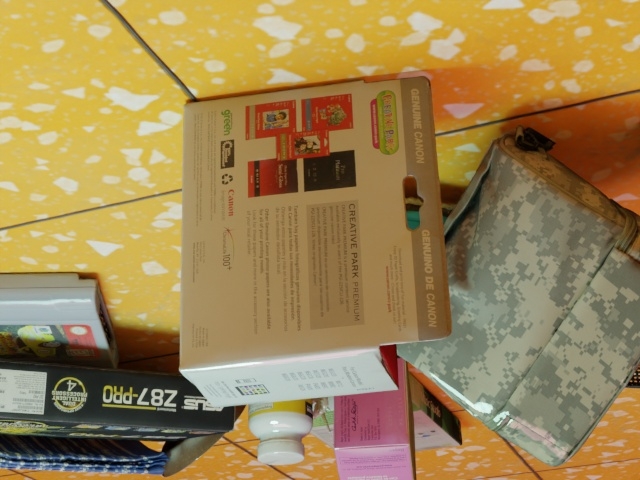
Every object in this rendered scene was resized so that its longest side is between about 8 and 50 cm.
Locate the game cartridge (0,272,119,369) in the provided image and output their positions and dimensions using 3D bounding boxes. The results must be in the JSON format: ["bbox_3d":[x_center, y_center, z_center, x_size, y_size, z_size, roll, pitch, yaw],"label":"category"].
[{"bbox_3d":[-0.412,0.129,1.839,0.196,0.060,0.294,3,154,0],"label":"game cartridge"}]

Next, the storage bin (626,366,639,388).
[{"bbox_3d":[0.548,0.177,1.963,0.180,0.084,0.122,4,153,-13],"label":"storage bin"}]

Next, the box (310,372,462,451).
[{"bbox_3d":[0.105,0.328,2.280,0.232,0.058,0.322,-11,154,19],"label":"box"}]

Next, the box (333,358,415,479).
[{"bbox_3d":[0.089,0.308,1.989,0.117,0.213,0.243,-5,137,6],"label":"box"}]

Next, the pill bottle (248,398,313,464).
[{"bbox_3d":[-0.063,0.258,1.974,0.103,0.184,0.103,-1,155,-1],"label":"pill bottle"}]

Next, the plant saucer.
[{"bbox_3d":[-0.212,0.330,2.164,0.036,0.198,0.198,50,136,-9],"label":"plant saucer"}]

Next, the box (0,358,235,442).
[{"bbox_3d":[-0.372,0.258,1.955,0.395,0.097,0.318,7,167,-26],"label":"box"}]

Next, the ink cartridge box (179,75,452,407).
[{"bbox_3d":[0.000,0.000,1.299,0.272,0.309,0.130,-6,154,10],"label":"ink cartridge box"}]

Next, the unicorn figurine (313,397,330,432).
[{"bbox_3d":[-0.012,0.256,2.062,0.111,0.162,0.060,-20,112,35],"label":"unicorn figurine"}]

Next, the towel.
[{"bbox_3d":[-0.450,0.343,2.100,0.336,0.040,0.243,9,-178,-31],"label":"towel"}]

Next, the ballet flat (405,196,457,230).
[{"bbox_3d":[0.192,0.011,1.583,0.409,0.147,0.147,13,151,-22],"label":"ballet flat"}]

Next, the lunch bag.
[{"bbox_3d":[0.236,0.056,1.410,0.256,0.212,0.305,31,104,-6],"label":"lunch bag"}]
